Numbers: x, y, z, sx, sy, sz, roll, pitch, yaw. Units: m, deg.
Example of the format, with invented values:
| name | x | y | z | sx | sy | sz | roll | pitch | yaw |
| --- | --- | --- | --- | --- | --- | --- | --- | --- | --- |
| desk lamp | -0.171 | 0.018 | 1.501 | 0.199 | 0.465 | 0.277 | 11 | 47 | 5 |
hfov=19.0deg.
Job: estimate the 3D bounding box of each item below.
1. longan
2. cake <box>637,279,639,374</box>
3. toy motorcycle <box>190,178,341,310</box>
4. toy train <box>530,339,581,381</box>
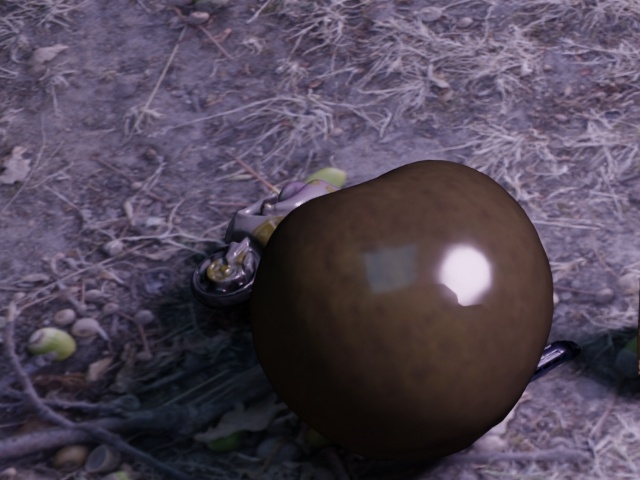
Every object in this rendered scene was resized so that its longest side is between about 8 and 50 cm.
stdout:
| name | x | y | z | sx | sy | sz | roll | pitch | yaw |
| --- | --- | --- | --- | --- | --- | --- | --- | --- | --- |
| longan | 0.066 | 0.048 | 1.503 | 0.248 | 0.248 | 0.248 | -6 | 43 | 6 |
| cake | 0.306 | 0.008 | 1.505 | 0.109 | 0.225 | 0.090 | 3 | 31 | 10 |
| toy motorcycle | 0.000 | 0.000 | 1.678 | 0.225 | 0.073 | 0.152 | -5 | 41 | 7 |
| toy train | 0.178 | 0.101 | 1.575 | 0.083 | 0.017 | 0.017 | -28 | 47 | -18 |
